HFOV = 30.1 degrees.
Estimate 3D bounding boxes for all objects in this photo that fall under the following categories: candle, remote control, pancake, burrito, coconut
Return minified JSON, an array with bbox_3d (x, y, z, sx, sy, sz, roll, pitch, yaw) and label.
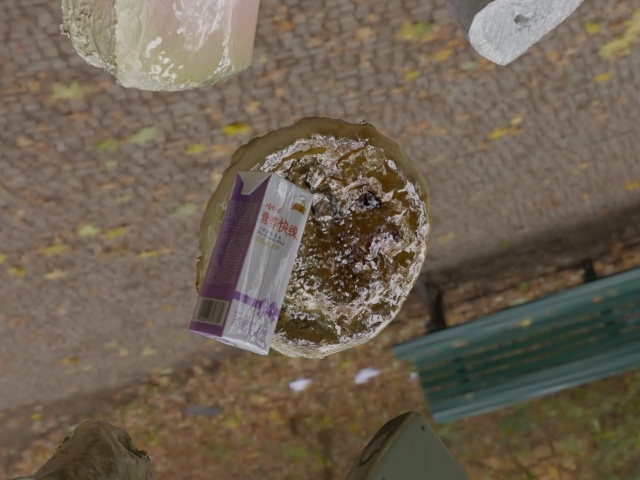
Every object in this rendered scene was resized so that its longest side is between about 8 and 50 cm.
[{"bbox_3d":[0.243,-0.291,1.495,0.192,0.068,0.168,-19,155,-22],"label":"candle"},{"bbox_3d":[0.125,0.281,0.975,0.038,0.285,0.123,-30,-168,41],"label":"remote control"},{"bbox_3d":[-0.001,-0.001,1.583,0.356,0.356,0.065,-5,-163,-27],"label":"pancake"},{"bbox_3d":[-0.262,0.310,1.321,0.107,0.175,0.348,-43,179,14],"label":"burrito"},{"bbox_3d":[-0.216,-0.381,1.614,0.298,0.297,0.309,-6,119,-22],"label":"coconut"}]

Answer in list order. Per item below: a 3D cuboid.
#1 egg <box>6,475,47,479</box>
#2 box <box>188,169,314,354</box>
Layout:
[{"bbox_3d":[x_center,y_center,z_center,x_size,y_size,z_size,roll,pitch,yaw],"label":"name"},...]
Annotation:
[{"bbox_3d":[-0.250,0.282,0.742,0.174,0.264,0.286,2,148,14],"label":"egg"},{"bbox_3d":[-0.045,0.014,0.798,0.036,0.117,0.051,6,164,41],"label":"box"}]
